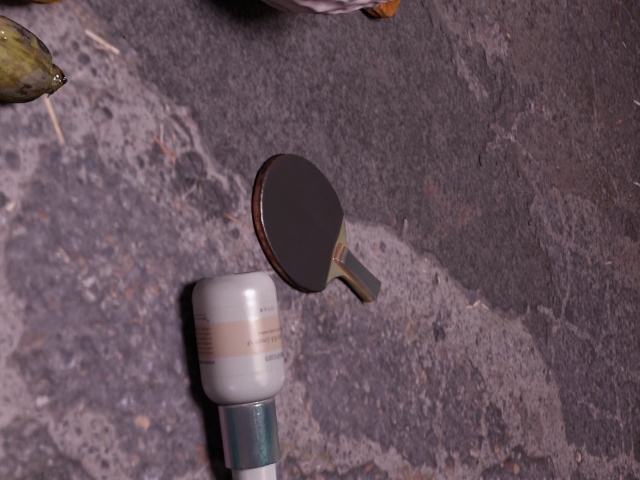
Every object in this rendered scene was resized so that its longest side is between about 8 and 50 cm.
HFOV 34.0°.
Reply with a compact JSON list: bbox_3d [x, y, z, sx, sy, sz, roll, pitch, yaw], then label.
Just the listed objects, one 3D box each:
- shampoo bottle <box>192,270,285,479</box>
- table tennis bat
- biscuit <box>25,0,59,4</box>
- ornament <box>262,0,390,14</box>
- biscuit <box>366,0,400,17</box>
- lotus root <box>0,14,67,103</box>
[{"bbox_3d":[-0.065,0.124,0.896,0.074,0.074,0.192,-5,88,-57],"label":"shampoo bottle"},{"bbox_3d":[0.000,0.000,1.074,0.220,0.019,0.130,45,49,-41],"label":"table tennis bat"},{"bbox_3d":[-0.216,-0.257,0.775,0.170,0.050,0.170,21,62,-46],"label":"biscuit"},{"bbox_3d":[0.012,-0.326,0.947,0.225,0.259,0.259,37,53,-39],"label":"ornament"},{"bbox_3d":[0.070,-0.370,1.245,0.192,0.036,0.186,-48,125,-50],"label":"biscuit"},{"bbox_3d":[-0.222,-0.126,0.732,0.099,0.049,0.054,23,56,-52],"label":"lotus root"}]
